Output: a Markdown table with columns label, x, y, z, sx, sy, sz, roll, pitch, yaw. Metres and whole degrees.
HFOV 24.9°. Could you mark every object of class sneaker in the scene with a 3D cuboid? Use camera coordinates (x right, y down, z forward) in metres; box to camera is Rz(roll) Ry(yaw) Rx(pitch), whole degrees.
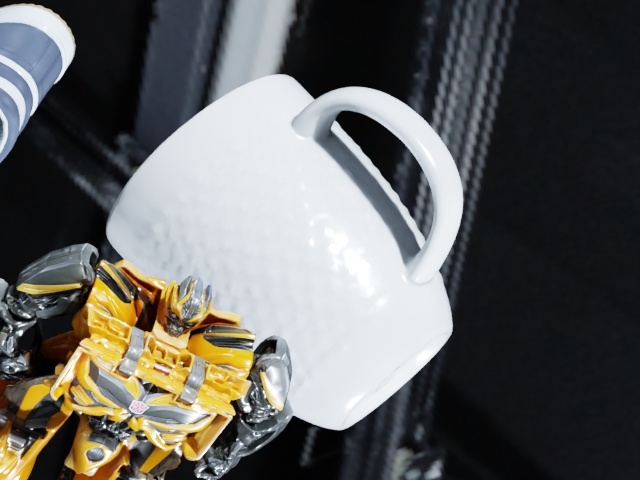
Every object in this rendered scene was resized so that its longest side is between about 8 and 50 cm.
| label | x | y | z | sx | sy | sz | roll | pitch | yaw |
| --- | --- | --- | --- | --- | --- | --- | --- | --- | --- |
| sneaker | -0.352 | -0.104 | 1.239 | 0.282 | 0.153 | 0.099 | -17 | -56 | 24 |

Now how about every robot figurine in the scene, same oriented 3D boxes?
| label | x | y | z | sx | sy | sz | roll | pitch | yaw |
| --- | --- | --- | --- | --- | --- | --- | --- | --- | --- |
| robot figurine | -0.147 | 0.125 | 0.939 | 0.291 | 0.211 | 0.085 | -50 | -158 | 38 |

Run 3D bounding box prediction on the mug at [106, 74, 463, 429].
| label | x | y | z | sx | sy | sz | roll | pitch | yaw |
| --- | --- | --- | --- | --- | --- | --- | --- | --- | --- |
| mug | 0.000 | 0.000 | 1.555 | 0.328 | 0.276 | 0.374 | 49 | -55 | 12 |
